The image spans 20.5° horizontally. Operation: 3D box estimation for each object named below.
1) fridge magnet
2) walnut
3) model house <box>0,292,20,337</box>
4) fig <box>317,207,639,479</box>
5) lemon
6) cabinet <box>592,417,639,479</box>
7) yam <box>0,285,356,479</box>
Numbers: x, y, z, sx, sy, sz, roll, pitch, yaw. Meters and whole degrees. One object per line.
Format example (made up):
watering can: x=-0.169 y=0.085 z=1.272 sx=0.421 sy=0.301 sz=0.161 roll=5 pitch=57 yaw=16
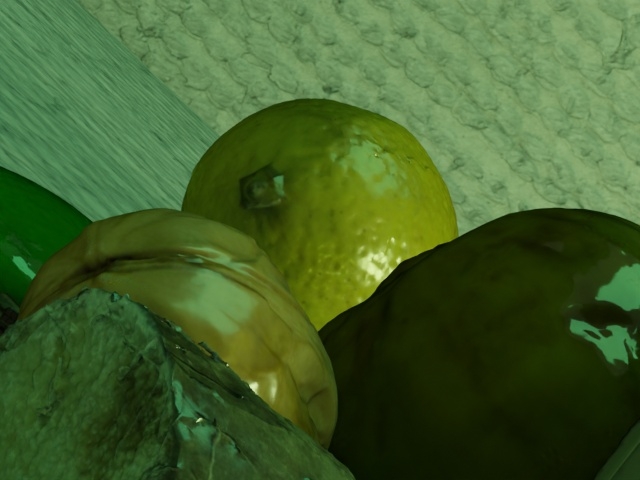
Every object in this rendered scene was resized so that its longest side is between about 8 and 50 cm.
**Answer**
fridge magnet: x=-0.156 y=0.030 z=1.024 sx=0.208 sy=0.088 sz=0.208 roll=42 pitch=6 yaw=-6
walnut: x=-0.071 y=0.080 z=0.865 sx=0.159 sy=0.159 sz=0.207 roll=47 pitch=-17 yaw=41
model house: x=-0.176 y=0.053 z=0.872 sx=0.058 sy=0.057 sz=0.083 roll=40 pitch=2 yaw=27
fig: x=0.152 y=0.155 z=1.187 sx=0.343 sy=0.343 sz=0.343 roll=42 pitch=5 yaw=-5
lemon: x=0.000 y=-0.001 z=1.581 sx=0.267 sy=0.267 sz=0.267 roll=42 pitch=5 yaw=-5
cabinet: x=0.262 y=0.227 z=0.916 sx=0.290 sy=0.318 sz=0.227 roll=45 pitch=-22 yaw=-8
yam: x=-0.036 y=0.143 z=0.724 sx=0.254 sy=0.154 sz=0.154 roll=44 pitch=4 yaw=-25
